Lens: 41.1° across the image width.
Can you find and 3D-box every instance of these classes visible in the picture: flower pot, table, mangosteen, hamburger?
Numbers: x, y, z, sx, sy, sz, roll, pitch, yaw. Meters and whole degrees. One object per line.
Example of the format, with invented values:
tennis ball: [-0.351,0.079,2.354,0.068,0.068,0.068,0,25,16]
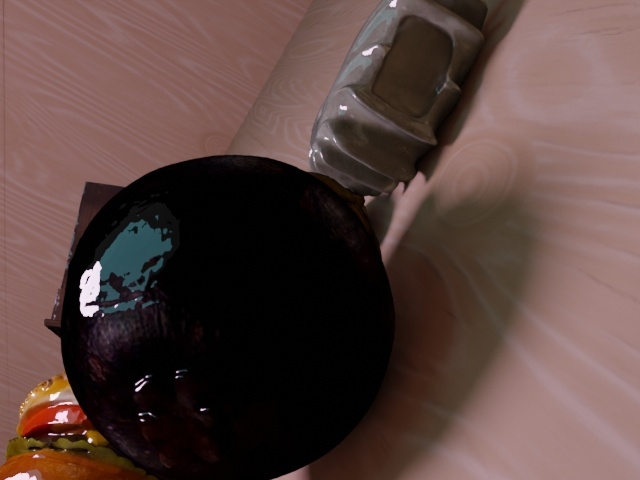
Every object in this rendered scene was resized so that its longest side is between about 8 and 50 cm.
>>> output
flower pot: [0.115,-0.249,1.262,0.367,0.165,0.254,-64,10,-8]
table: [-0.372,0.069,1.641,0.250,0.196,0.281,91,-173,-71]
mangosteen: [-0.093,0.064,0.985,0.382,0.382,0.435,-51,9,32]
hamburger: [-0.296,0.336,1.222,0.330,0.330,0.250,-43,21,49]

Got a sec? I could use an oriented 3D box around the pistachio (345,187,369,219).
pistachio: [0.017,-0.020,1.268,0.124,0.124,0.185,-56,-1,16]
